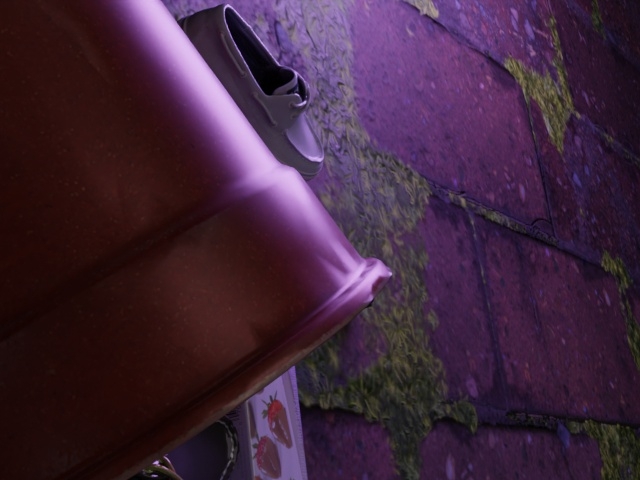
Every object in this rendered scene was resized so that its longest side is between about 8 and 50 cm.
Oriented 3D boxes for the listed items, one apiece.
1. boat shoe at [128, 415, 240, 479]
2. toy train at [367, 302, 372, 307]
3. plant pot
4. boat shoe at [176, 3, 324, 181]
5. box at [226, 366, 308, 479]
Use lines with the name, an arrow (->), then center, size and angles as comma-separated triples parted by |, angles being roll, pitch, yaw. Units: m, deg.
boat shoe -> -0.111, 0.157, 0.597 | 0.227, 0.068, 0.081 | -33, 99, -50
toy train -> 0.000, 0.000, 0.928 | 0.158, 0.027, 0.036 | 50, 33, -32
plant pot -> -0.151, -0.029, 0.504 | 0.265, 0.272, 0.272 | 59, 32, -3
boat shoe -> -0.044, -0.120, 0.889 | 0.184, 0.063, 0.066 | 51, 36, -29
box -> -0.041, 0.234, 0.697 | 0.063, 0.067, 0.324 | 19, 57, -52
